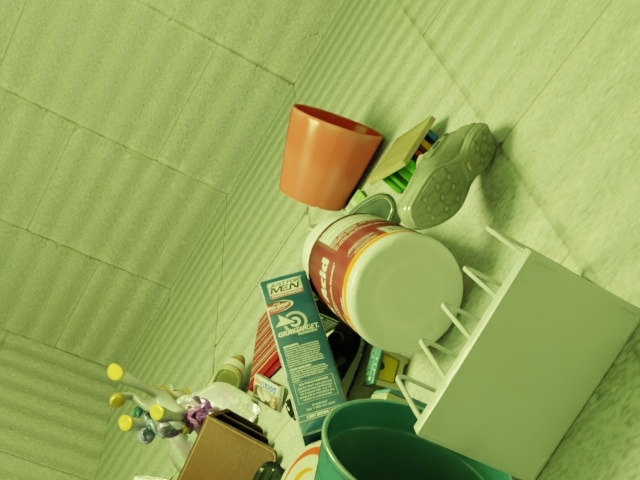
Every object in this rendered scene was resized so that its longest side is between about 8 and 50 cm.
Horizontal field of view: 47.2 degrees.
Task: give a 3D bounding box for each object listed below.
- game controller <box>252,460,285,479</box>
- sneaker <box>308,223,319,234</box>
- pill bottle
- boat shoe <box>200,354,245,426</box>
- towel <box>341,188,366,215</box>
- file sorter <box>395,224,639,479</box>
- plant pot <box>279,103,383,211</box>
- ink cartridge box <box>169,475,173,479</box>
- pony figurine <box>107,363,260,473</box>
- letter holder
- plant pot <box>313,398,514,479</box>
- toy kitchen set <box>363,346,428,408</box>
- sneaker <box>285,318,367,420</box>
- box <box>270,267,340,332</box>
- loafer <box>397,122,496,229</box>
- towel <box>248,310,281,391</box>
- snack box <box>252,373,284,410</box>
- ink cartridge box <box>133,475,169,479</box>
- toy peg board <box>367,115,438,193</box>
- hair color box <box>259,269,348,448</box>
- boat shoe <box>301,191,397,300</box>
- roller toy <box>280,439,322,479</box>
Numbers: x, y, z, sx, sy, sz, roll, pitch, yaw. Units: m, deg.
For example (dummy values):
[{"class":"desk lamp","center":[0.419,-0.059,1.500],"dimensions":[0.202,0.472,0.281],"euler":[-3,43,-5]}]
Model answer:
[{"class":"game controller","center":[-0.152,0.665,1.652],"dimensions":[0.166,0.067,0.319],"euler":[23,88,55]},{"class":"sneaker","center":[0.000,0.000,2.109],"dimensions":[0.158,0.061,0.064],"euler":[-97,-2,-71]},{"class":"pill bottle","center":[0.102,0.065,1.479],"dimensions":[0.224,0.224,0.392],"euler":[-64,19,1]},{"class":"boat shoe","center":[-0.305,0.472,2.238],"dimensions":[0.302,0.113,0.103],"euler":[-54,1,30]},{"class":"towel","center":[0.084,-0.058,2.006],"dimensions":[0.152,0.023,0.113],"euler":[-57,22,14]},{"class":"file sorter","center":[0.258,0.148,1.020],"dimensions":[0.277,0.193,0.173],"euler":[-61,17,9]},{"class":"plant pot","center":[0.010,-0.230,2.081],"dimensions":[0.275,0.275,0.243],"euler":[-117,45,-67]},{"class":"ink cartridge box","center":[-0.479,0.835,2.137],"dimensions":[0.232,0.066,0.189],"euler":[-65,-6,14]},{"class":"pony figurine","center":[-0.390,0.483,2.018],"dimensions":[0.351,0.363,0.302],"euler":[33,89,30]},{"class":"letter holder","center":[-0.230,0.607,1.820],"dimensions":[0.301,0.214,0.152],"euler":[-65,-13,-2]},{"class":"plant pot","center":[0.101,0.404,1.031],"dimensions":[0.271,0.272,0.255],"euler":[-118,41,-67]},{"class":"toy kitchen set","center":[0.128,0.257,1.322],"dimensions":[0.207,0.122,0.166],"euler":[-29,39,59]},{"class":"sneaker","center":[0.011,0.268,1.611],"dimensions":[0.107,0.124,0.283],"euler":[-26,42,61]},{"class":"box","center":[-0.025,0.159,1.873],"dimensions":[0.207,0.108,0.153],"euler":[-39,32,50]},{"class":"loafer","center":[0.231,-0.123,1.419],"dimensions":[0.111,0.112,0.319],"euler":[-3,30,43]},{"class":"towel","center":[-0.142,0.287,2.136],"dimensions":[0.199,0.031,0.274],"euler":[-50,23,35]},{"class":"snack box","center":[-0.140,0.404,1.956],"dimensions":[0.178,0.022,0.064],"euler":[-179,97,-66]},{"class":"ink cartridge box","center":[-0.435,0.771,1.946],"dimensions":[0.283,0.117,0.207],"euler":[81,-162,-53]},{"class":"toy peg board","center":[0.217,-0.195,1.771],"dimensions":[0.160,0.079,0.161],"euler":[-56,14,-27]},{"class":"hair color box","center":[-0.026,0.252,1.477],"dimensions":[0.174,0.105,0.347],"euler":[83,169,-54]},{"class":"boat shoe","center":[0.069,0.014,1.713],"dimensions":[0.319,0.116,0.099],"euler":[-47,1,-3]},{"class":"roller toy","center":[0.025,0.464,1.290],"dimensions":[0.209,0.146,0.191],"euler":[-46,26,18]}]
